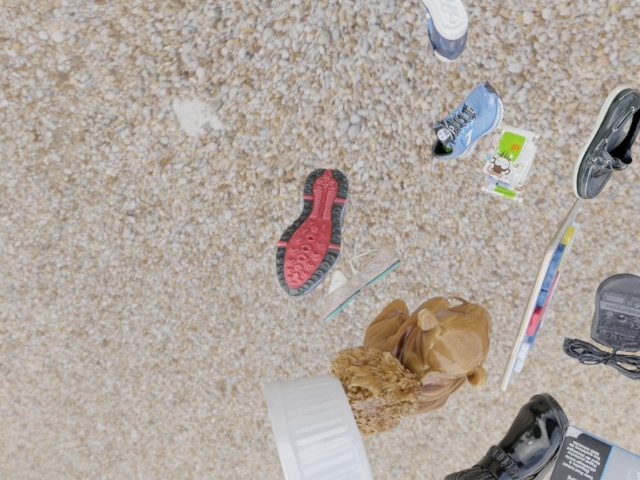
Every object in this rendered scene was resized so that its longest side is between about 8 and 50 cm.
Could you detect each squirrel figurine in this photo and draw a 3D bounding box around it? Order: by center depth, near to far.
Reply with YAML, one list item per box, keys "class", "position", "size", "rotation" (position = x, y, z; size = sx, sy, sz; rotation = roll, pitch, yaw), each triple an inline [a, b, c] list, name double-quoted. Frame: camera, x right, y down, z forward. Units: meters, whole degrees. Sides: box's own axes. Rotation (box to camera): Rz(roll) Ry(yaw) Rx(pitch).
- class: "squirrel figurine"
  position: [0.210, 0.286, 1.090]
  size: [0.396, 0.370, 0.281]
  rotation: [-31, 82, -21]

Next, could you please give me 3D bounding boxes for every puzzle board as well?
- class: "puzzle board"
  position: [0.169, 0.041, 0.370]
  size: [0.011, 0.096, 0.128]
  rotation: [23, 127, 29]

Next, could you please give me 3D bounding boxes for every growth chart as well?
- class: "growth chart"
  position: [0.605, -0.253, 1.576]
  size: [0.021, 0.171, 0.238]
  rotation: [10, 97, -45]

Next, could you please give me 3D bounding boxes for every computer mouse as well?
- class: "computer mouse"
  position: [0.695, 0.183, 1.146]
  size: [0.188, 0.072, 0.273]
  rotation: [18, 124, 31]

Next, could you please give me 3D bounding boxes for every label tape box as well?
- class: "label tape box"
  position: [0.567, 0.587, 0.960]
  size: [0.115, 0.249, 0.348]
  rotation: [37, 76, -46]

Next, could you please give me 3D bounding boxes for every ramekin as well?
- class: "ramekin"
  position: [0.005, 0.357, 0.831]
  size: [0.127, 0.273, 0.273]
  rotation: [-17, 121, -6]

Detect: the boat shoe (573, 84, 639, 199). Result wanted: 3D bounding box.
- class: "boat shoe"
  position: [0.835, -0.255, 1.390]
  size: [0.127, 0.113, 0.340]
  rotation: [-4, 123, -25]

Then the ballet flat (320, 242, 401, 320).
- class: "ballet flat"
  position: [0.105, 0.118, 1.517]
  size: [0.316, 0.107, 0.106]
  rotation: [-37, 83, -10]

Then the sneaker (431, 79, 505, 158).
- class: "sneaker"
  position: [0.438, -0.348, 1.499]
  size: [0.147, 0.130, 0.330]
  rotation: [-22, 159, -19]

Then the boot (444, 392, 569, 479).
- class: "boot"
  position: [0.464, 0.551, 1.231]
  size: [0.259, 0.131, 0.348]
  rotation: [-9, 123, -20]

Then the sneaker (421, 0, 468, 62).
- class: "sneaker"
  position: [0.377, -0.728, 1.548]
  size: [0.130, 0.236, 0.323]
  rotation: [-16, 81, 7]

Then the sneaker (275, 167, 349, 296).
- class: "sneaker"
  position: [0.000, 0.000, 0.867]
  size: [0.104, 0.262, 0.125]
  rotation: [12, 145, 13]
